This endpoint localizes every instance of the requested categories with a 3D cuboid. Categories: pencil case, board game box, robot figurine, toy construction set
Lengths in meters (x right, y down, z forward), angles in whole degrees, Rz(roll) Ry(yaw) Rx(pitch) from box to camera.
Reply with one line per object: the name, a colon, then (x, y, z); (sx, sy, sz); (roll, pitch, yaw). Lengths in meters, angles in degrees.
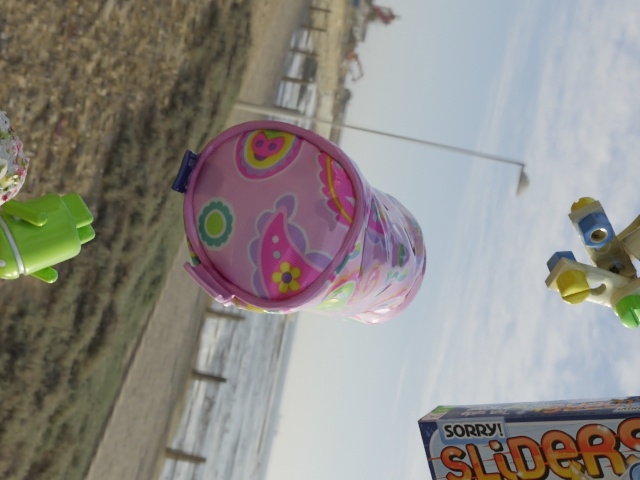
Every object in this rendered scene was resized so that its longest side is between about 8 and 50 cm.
pencil case: (0.000, 0.000, 0.626); (0.284, 0.124, 0.124); (20, 81, -74)
board game box: (0.170, 0.171, 0.568); (0.035, 0.201, 0.136); (-18, 94, -52)
robot figurine: (-0.280, -0.004, 0.852); (0.067, 0.115, 0.101); (52, -29, 28)
toy construction set: (0.398, 0.047, 0.931); (0.215, 0.327, 0.151); (-38, -135, 21)

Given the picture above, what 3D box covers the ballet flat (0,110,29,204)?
ballet flat: (-0.264, -0.097, 0.488); (0.077, 0.241, 0.091); (-16, -133, 48)
